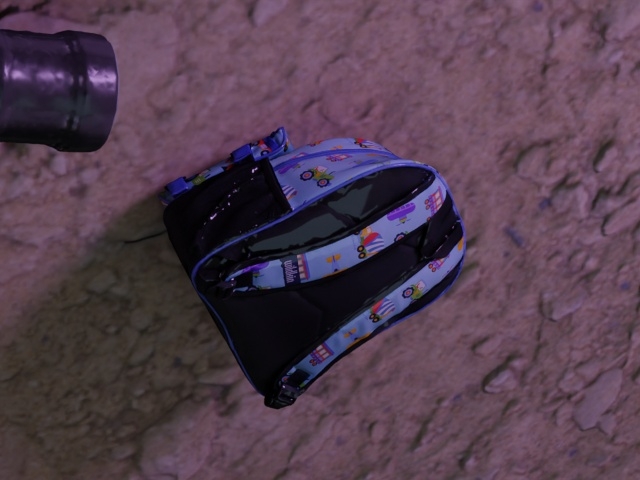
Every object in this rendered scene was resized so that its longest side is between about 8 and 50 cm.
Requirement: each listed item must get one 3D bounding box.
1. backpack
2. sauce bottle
[{"bbox_3d":[0.000,0.000,1.170,0.173,0.117,0.158,-29,134,-2],"label":"backpack"},{"bbox_3d":[-0.277,-0.092,0.954,0.344,0.111,0.111,1,126,-28],"label":"sauce bottle"}]
